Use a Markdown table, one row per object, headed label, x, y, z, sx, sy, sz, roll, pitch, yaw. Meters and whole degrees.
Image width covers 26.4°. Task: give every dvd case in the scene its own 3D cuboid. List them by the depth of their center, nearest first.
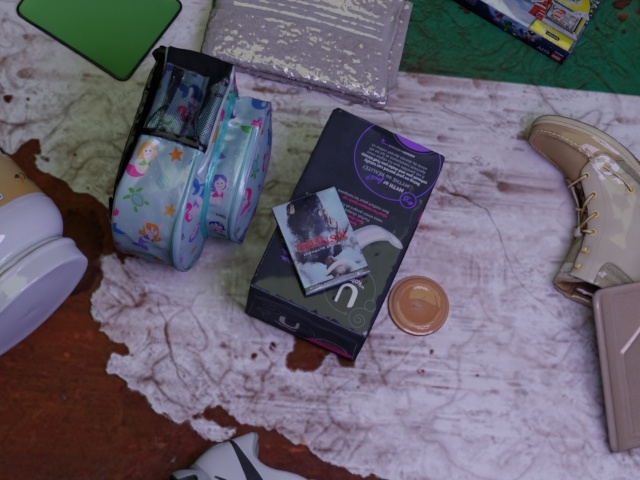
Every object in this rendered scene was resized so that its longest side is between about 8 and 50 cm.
| label | x | y | z | sx | sy | sz | roll | pitch | yaw |
| --- | --- | --- | --- | --- | --- | --- | --- | --- | --- |
| dvd case | 0.000 | 0.000 | 1.687 | 0.087 | 0.013 | 0.119 | -18 | 75 | -11 |

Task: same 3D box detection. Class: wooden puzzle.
| label | x | y | z | sx | sy | sz | roll | pitch | yaw |
| --- | --- | --- | --- | --- | --- | --- | --- | --- | --- |
| wooden puzzle | 0.473 | 0.152 | 1.813 | 0.238 | 0.044 | 0.221 | -11 | 99 | -15 |

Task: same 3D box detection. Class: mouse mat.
| label | x | y | z | sx | sy | sz | roll | pitch | yaw |
| --- | --- | --- | --- | --- | --- | --- | --- | --- | --- |
| mouse mat | -0.308 | -0.324 | 1.905 | 0.189 | 0.007 | 0.153 | 33 | 70 | 4 |

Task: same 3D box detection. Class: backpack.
| label | x | y | z | sx | sy | sz | roll | pitch | yaw |
| --- | --- | --- | --- | --- | --- | --- | --- | --- | --- |
| backpack | -0.167 | -0.087 | 1.734 | 0.191 | 0.225 | 0.254 | 22 | 74 | 4 |

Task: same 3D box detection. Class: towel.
| label | x | y | z | sx | sy | sz | roll | pitch | yaw |
| --- | --- | --- | --- | --- | --- | --- | --- | --- | --- |
| towel | -0.017 | -0.301 | 1.919 | 0.282 | 0.049 | 0.187 | 13 | 70 | -4 |

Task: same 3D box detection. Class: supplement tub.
| label | x | y | z | sx | sy | sz | roll | pitch | yaw |
| --- | --- | --- | --- | --- | --- | --- | --- | --- | --- |
| supplement tub | -0.460 | -0.023 | 1.664 | 0.228 | 0.228 | 0.316 | -42 | 83 | -18 |

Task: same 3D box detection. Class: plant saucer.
| label | x | y | z | sx | sy | sz | roll | pitch | yaw |
| --- | --- | --- | --- | --- | --- | --- | --- | --- | --- |
| plant saucer | 0.132 | 0.087 | 1.830 | 0.083 | 0.013 | 0.083 | 3 | 71 | -8 |

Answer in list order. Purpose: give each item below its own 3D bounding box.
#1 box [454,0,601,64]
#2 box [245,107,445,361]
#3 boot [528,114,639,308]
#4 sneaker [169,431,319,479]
| label | x | y | z | sx | sy | sz | roll | pitch | yaw |
| --- | --- | --- | --- | --- | --- | --- | --- | --- | --- |
| box | 0.295 | -0.382 | 1.994 | 0.233 | 0.044 | 0.159 | 32 | 70 | 3 |
| box | 0.031 | -0.006 | 1.776 | 0.165 | 0.143 | 0.270 | 25 | 70 | 2 |
| boot | 0.361 | -0.031 | 1.863 | 0.262 | 0.095 | 0.203 | 36 | 71 | -2 |
| sneaker | -0.027 | 0.362 | 1.638 | 0.146 | 0.122 | 0.330 | -34 | 68 | -21 |
